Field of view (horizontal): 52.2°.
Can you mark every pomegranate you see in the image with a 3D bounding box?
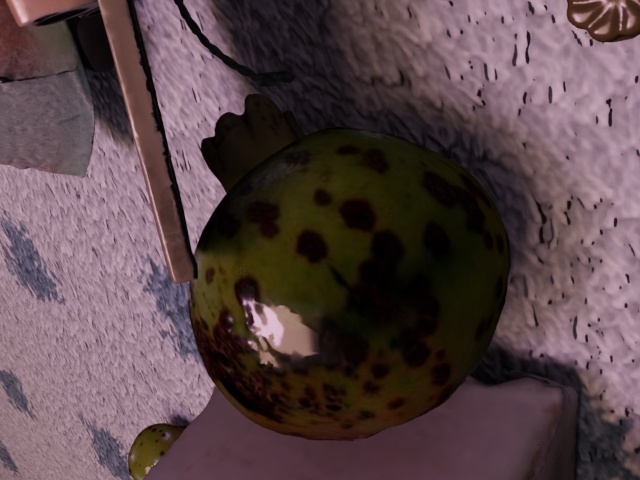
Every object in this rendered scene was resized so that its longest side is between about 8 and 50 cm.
[{"bbox_3d":[-0.255,0.383,1.079,0.129,0.129,0.159,-12,72,48],"label":"pomegranate"},{"bbox_3d":[0.017,-0.004,0.511,0.242,0.242,0.306,127,145,-49],"label":"pomegranate"}]

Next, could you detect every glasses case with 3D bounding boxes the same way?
[{"bbox_3d":[-0.318,-0.256,0.767,0.190,0.042,0.072,28,141,28],"label":"glasses case"}]

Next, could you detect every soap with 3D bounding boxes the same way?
[{"bbox_3d":[0.059,0.329,0.637,0.350,0.213,0.435,3,125,28],"label":"soap"}]

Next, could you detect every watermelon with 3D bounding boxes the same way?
[{"bbox_3d":[-0.399,-0.186,0.651,0.387,0.258,0.228,49,154,-20],"label":"watermelon"}]

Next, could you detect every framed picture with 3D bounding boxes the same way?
[{"bbox_3d":[-0.136,-0.157,0.445,0.247,0.022,0.335,-139,37,-72],"label":"framed picture"}]

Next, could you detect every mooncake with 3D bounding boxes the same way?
[{"bbox_3d":[0.187,-0.255,0.275,0.150,0.057,0.347,7,129,26],"label":"mooncake"}]

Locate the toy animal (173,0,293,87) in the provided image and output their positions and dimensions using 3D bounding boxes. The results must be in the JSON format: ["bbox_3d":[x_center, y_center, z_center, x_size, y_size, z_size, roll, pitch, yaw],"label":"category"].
[{"bbox_3d":[-0.116,-0.238,0.564,0.079,0.070,0.253,8,127,60],"label":"toy animal"}]

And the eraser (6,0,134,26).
[{"bbox_3d":[-0.253,-0.342,0.556,0.087,0.171,0.291,-14,110,19],"label":"eraser"}]
